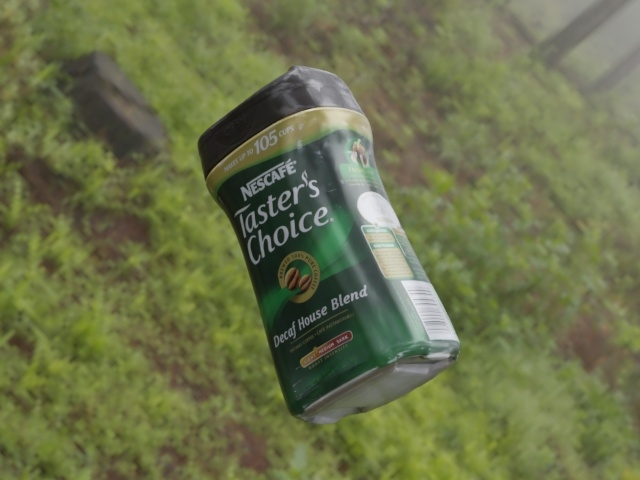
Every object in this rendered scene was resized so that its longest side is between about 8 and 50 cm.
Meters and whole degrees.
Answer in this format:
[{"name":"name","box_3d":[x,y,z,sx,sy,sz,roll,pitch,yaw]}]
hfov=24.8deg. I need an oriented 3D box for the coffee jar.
[{"name":"coffee jar","box_3d":[0.000,0.000,0.799,0.079,0.096,0.184,7,56,-52]}]
